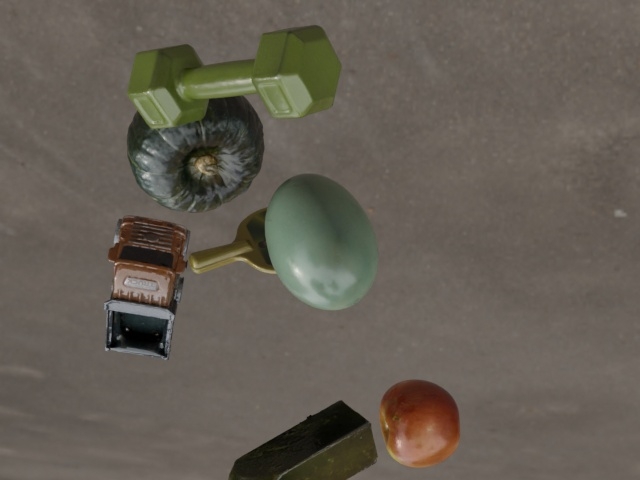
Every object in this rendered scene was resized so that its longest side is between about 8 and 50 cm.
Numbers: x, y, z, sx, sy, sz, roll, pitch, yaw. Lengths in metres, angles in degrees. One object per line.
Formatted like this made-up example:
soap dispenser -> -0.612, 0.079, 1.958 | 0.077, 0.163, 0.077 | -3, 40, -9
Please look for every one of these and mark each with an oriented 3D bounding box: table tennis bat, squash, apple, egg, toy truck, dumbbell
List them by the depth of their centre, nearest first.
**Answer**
toy truck -> -0.196, 0.061, 1.051 | 0.083, 0.092, 0.192 | 11, 140, -6
dumbbell -> -0.118, -0.209, 1.218 | 0.302, 0.108, 0.121 | 0, 136, 38
egg -> 0.000, 0.000, 1.477 | 0.168, 0.230, 0.168 | -20, 160, -8
squash -> -0.226, -0.169, 1.717 | 0.252, 0.165, 0.252 | -10, 134, -11
apple -> 0.186, 0.341, 1.754 | 0.139, 0.163, 0.163 | -8, 157, -6
table tennis bat -> -0.140, 0.013, 2.119 | 0.321, 0.198, 0.050 | -15, 141, -16

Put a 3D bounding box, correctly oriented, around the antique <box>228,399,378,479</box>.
antique -> -0.028, 0.331, 1.389 | 0.080, 0.221, 0.081 | 28, 137, 51
